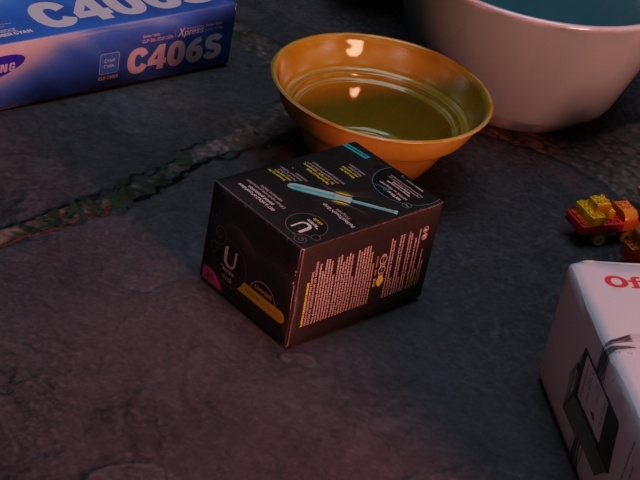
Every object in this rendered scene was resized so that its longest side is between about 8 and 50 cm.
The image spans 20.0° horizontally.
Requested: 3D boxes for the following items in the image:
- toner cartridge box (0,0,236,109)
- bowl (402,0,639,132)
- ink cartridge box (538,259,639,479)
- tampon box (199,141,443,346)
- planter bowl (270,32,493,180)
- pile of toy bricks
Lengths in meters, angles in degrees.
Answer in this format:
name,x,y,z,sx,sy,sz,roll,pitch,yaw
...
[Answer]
name,x,y,z,sx,sy,sz,roll,pitch,yaw
toner cartridge box,-0.272,-0.217,1.827,0.348,0.075,0.165,-17,40,-37
bowl,0.218,-0.226,1.920,0.312,0.163,0.311,8,32,-5
ink cartridge box,0.310,0.147,1.396,0.211,0.121,0.289,4,32,-12
tampon box,0.000,0.000,1.546,0.161,0.101,0.120,-18,42,-38
planter bowl,0.051,-0.113,1.753,0.217,0.090,0.217,9,32,-6
pile of toy bricks,0.351,-0.039,1.721,0.212,0.105,0.118,-6,36,-26
